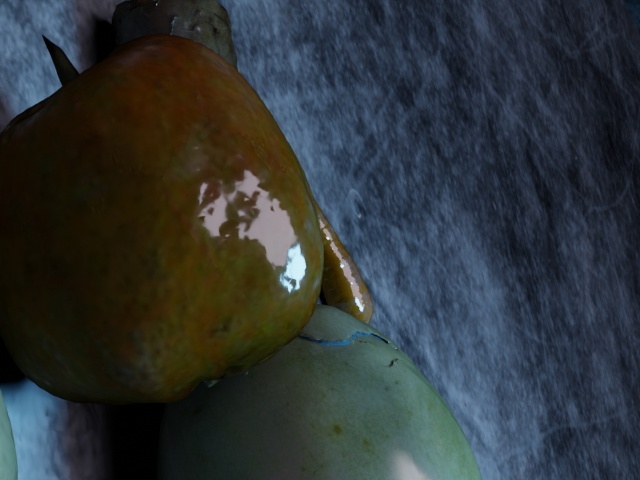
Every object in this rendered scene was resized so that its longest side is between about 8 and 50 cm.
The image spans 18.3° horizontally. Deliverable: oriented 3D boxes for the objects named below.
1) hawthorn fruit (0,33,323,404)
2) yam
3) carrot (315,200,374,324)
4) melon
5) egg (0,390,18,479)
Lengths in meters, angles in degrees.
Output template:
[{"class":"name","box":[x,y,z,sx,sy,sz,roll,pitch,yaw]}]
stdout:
[{"class":"hawthorn fruit","box":[-0.136,-0.027,1.506,0.301,0.267,0.268,65,23,-3]},{"class":"yam","box":[-0.119,-0.083,1.765,0.131,0.131,0.280,30,48,-59]},{"class":"carrot","box":[0.000,0.000,2.093,0.216,0.048,0.048,64,24,-12]},{"class":"melon","box":[-0.006,0.206,1.654,0.330,0.268,0.268,59,17,20]},{"class":"egg","box":[-0.318,0.116,0.964,0.379,0.287,0.288,22,54,-48]}]
